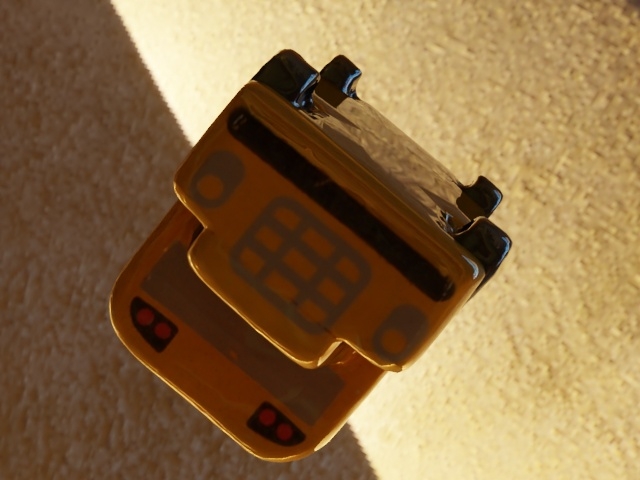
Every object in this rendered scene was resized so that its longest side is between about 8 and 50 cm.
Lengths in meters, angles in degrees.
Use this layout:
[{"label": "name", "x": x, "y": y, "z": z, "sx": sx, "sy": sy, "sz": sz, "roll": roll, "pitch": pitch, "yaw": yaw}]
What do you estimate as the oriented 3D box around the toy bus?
[{"label": "toy bus", "x": 0.000, "y": 0.000, "z": 0.613, "sx": 0.108, "sy": 0.130, "sz": 0.333, "roll": 41, "pitch": -170, "yaw": 0}]
